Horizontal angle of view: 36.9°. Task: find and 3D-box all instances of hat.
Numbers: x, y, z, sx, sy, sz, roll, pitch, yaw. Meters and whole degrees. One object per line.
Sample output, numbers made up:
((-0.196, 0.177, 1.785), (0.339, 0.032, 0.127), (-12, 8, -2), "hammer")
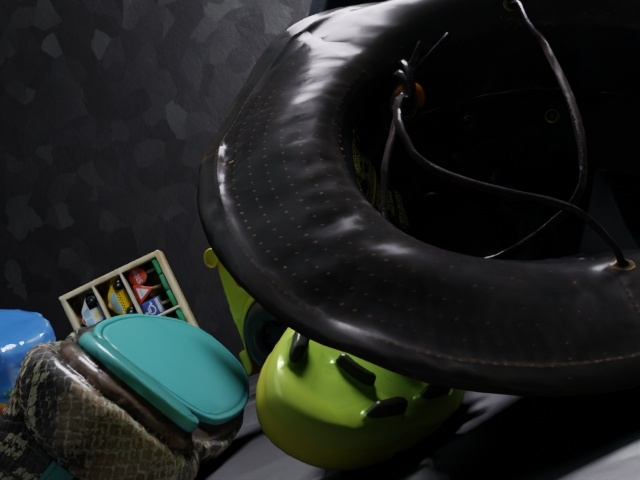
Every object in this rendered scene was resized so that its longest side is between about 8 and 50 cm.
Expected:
((0.115, -0.016, 0.460), (0.332, 0.133, 0.331), (-7, 40, 6), "hat")

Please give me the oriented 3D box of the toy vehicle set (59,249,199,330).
((-0.258, 0.168, 1.438), (0.166, 0.266, 0.035), (-27, -5, -1), "toy vehicle set")

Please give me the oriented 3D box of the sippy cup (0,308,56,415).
((-0.433, 0.218, 1.274), (0.306, 0.223, 0.240), (8, 18, 28), "sippy cup")

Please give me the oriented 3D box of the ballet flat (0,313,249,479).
((-0.166, 0.154, 0.751), (0.182, 0.164, 0.483), (-51, -1, -3), "ballet flat")

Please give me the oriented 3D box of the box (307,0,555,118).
((0.181, -0.158, 0.877), (0.396, 0.211, 0.293), (14, -8, -6), "box")

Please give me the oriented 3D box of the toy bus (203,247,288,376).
((0.000, 0.000, 0.918), (0.220, 0.211, 0.149), (-28, -6, 34), "toy bus")

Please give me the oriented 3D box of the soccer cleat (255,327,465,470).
((0.028, 0.084, 0.559), (0.121, 0.093, 0.289), (-59, -9, 16), "soccer cleat")
